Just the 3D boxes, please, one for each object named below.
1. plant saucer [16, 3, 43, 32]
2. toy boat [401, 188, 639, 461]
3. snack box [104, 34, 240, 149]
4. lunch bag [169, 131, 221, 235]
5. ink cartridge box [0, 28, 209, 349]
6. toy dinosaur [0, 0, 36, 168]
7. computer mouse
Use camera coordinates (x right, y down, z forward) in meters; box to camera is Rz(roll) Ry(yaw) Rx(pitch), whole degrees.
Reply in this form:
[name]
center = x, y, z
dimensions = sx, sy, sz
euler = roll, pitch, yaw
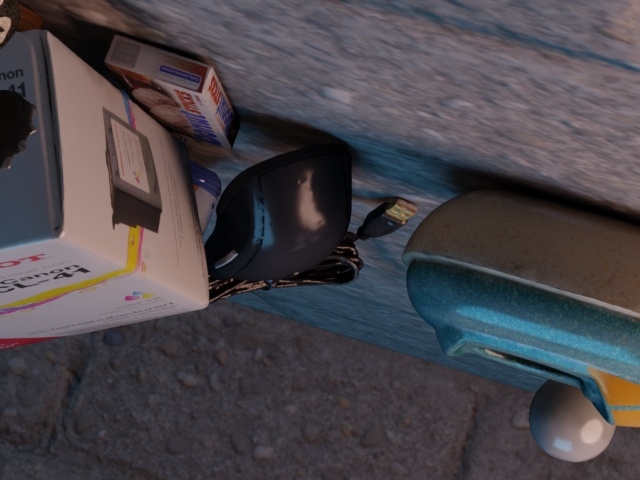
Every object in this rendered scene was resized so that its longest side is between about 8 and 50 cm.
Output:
[plant saucer]
center = -0.213, -0.143, 1.130
dimensions = 0.083, 0.013, 0.083
euler = 18, 172, 2
[toy boat]
center = 0.187, 0.074, 1.267
dimensions = 0.267, 0.148, 0.318
euler = 16, 173, 11
[snack box]
center = -0.092, -0.093, 1.178
dimensions = 0.064, 0.022, 0.178
euler = 18, 173, 5
[lunch bag]
center = -0.218, -0.049, 1.495
dimensions = 0.243, 0.115, 0.303
euler = 22, 173, -12
[ink cartridge box]
center = -0.219, -0.015, 1.153
dimensions = 0.226, 0.131, 0.306
euler = -11, 170, 10
[toy dinosaur]
center = -0.189, -0.109, 0.726
dimensions = 0.121, 0.160, 0.313
euler = 14, 173, 25
[computer mouse]
center = 0.000, 0.000, 1.327
dimensions = 0.184, 0.060, 0.262
euler = -13, 163, -23
